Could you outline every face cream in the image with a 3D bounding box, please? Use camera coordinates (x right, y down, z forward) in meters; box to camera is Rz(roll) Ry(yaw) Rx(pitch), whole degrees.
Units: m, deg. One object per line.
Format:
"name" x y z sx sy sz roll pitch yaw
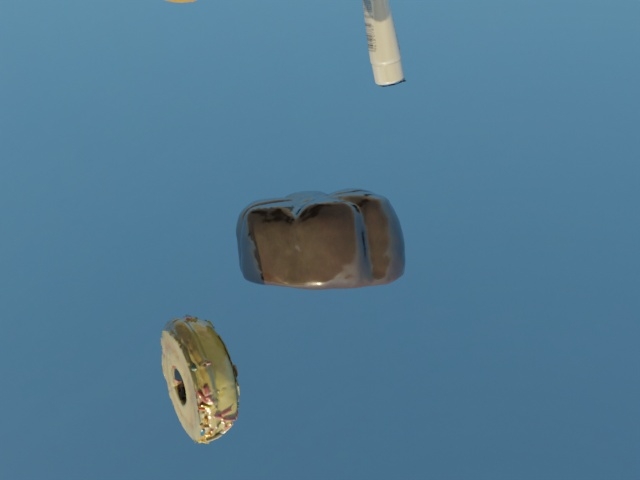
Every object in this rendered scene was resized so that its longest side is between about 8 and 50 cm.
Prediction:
"face cream" 0.104 -0.402 1.609 0.058 0.243 0.092 -17 -157 -10

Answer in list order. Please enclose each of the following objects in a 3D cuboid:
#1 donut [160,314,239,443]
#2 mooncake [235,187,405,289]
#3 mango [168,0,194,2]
"donut" -0.158 0.179 1.167 0.068 0.174 0.174 -15 -130 -23
"mooncake" 0.000 0.000 1.267 0.245 0.133 0.245 -6 -171 1
"mango" -0.139 -0.389 1.009 0.176 0.119 0.317 4 -120 18
